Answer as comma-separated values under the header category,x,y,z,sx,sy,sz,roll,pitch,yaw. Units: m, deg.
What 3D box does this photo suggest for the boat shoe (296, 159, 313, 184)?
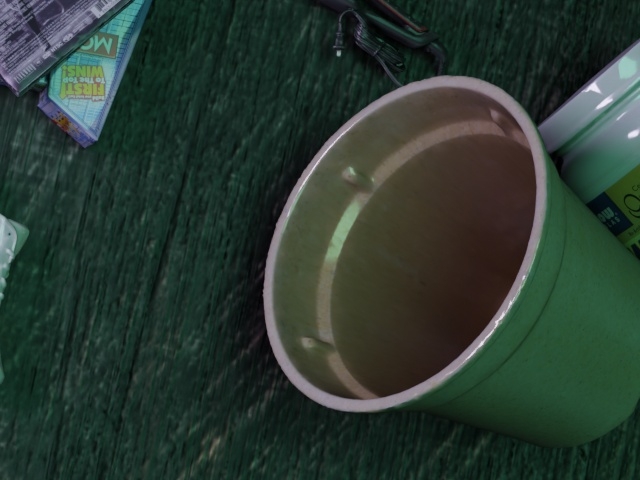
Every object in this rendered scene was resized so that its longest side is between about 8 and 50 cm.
category,x,y,z,sx,sy,sz,roll,pitch,yaw
boat shoe,0.000,0.000,1.765,0.063,0.066,0.184,21,77,-31

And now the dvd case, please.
category,x,y,z,sx,sy,sz,roll,pitch,yaw
dvd case,-0.299,-0.267,1.646,0.164,0.018,0.221,-42,83,-12

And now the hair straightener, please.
category,x,y,z,sx,sy,sz,roll,pitch,yaw
hair straightener,0.041,-0.224,1.810,0.230,0.047,0.089,36,76,-18

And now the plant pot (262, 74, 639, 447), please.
category,x,y,z,sx,sy,sz,roll,pitch,yaw
plant pot,0.169,0.056,1.678,0.305,0.334,0.333,30,76,-40

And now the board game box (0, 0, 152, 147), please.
category,x,y,z,sx,sy,sz,roll,pitch,yaw
board game box,-0.261,-0.196,1.687,0.194,0.060,0.194,8,82,-19

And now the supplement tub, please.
category,x,y,z,sx,sy,sz,roll,pitch,yaw
supplement tub,0.397,-0.058,1.806,0.228,0.228,0.316,-41,89,-18

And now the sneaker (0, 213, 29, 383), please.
category,x,y,z,sx,sy,sz,roll,pitch,yaw
sneaker,-0.324,0.027,1.635,0.115,0.090,0.232,-16,92,-23
